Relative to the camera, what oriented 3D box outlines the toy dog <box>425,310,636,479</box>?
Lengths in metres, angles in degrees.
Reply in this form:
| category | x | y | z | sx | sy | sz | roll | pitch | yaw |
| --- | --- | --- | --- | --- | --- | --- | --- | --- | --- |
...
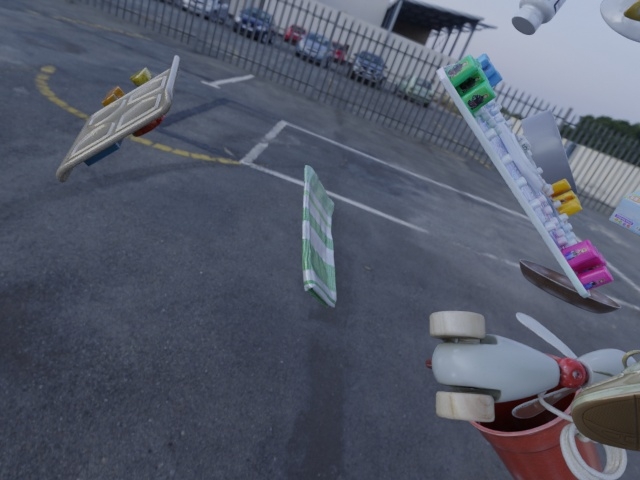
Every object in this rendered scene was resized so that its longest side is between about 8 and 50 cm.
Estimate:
| category | x | y | z | sx | sy | sz | roll | pitch | yaw |
| --- | --- | --- | --- | --- | --- | --- | --- | --- | --- |
| toy dog | 0.306 | 0.212 | 0.684 | 0.333 | 0.220 | 0.161 | 25 | -15 | -2 |

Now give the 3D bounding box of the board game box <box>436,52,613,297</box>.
| category | x | y | z | sx | sy | sz | roll | pitch | yaw |
| --- | --- | --- | --- | --- | --- | --- | --- | --- | --- |
| board game box | 0.355 | -0.152 | 0.739 | 0.390 | 0.050 | 0.390 | 55 | 32 | -6 |

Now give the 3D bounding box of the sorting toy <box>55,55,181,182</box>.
| category | x | y | z | sx | sy | sz | roll | pitch | yaw |
| --- | --- | --- | --- | --- | --- | --- | --- | --- | --- |
| sorting toy | -0.330 | -0.231 | 0.743 | 0.041 | 0.229 | 0.307 | 52 | 13 | -37 |

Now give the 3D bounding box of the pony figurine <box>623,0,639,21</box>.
| category | x | y | z | sx | sy | sz | roll | pitch | yaw |
| --- | --- | --- | --- | --- | --- | --- | --- | --- | --- |
| pony figurine | 0.353 | -0.365 | 0.377 | 0.351 | 0.303 | 0.363 | 46 | 11 | -12 |

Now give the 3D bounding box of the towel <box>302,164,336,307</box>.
| category | x | y | z | sx | sy | sz | roll | pitch | yaw |
| --- | --- | --- | --- | --- | --- | --- | --- | --- | --- |
| towel | 0.000 | 0.000 | 1.144 | 0.038 | 0.325 | 0.248 | -5 | -21 | 15 |

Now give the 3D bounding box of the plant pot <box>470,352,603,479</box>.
| category | x | y | z | sx | sy | sz | roll | pitch | yaw |
| --- | --- | --- | --- | --- | --- | --- | --- | --- | --- |
| plant pot | 0.523 | 0.461 | 1.021 | 0.265 | 0.272 | 0.272 | 60 | 21 | -11 |

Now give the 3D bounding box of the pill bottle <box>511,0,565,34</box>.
| category | x | y | z | sx | sy | sz | roll | pitch | yaw |
| --- | --- | --- | --- | --- | --- | --- | --- | --- | --- |
| pill bottle | 0.646 | -0.699 | 1.223 | 0.108 | 0.193 | 0.108 | 37 | 7 | -6 |

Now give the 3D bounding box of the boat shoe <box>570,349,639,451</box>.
| category | x | y | z | sx | sy | sz | roll | pitch | yaw |
| --- | --- | --- | --- | --- | --- | --- | --- | --- | --- |
| boat shoe | 0.454 | 0.180 | 0.516 | 0.285 | 0.105 | 0.089 | -16 | 22 | 18 |

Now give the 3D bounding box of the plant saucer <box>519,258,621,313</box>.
| category | x | y | z | sx | sy | sz | roll | pitch | yaw |
| --- | --- | --- | --- | --- | --- | --- | --- | --- | --- |
| plant saucer | 0.779 | 0.150 | 1.359 | 0.310 | 0.050 | 0.310 | 21 | 15 | -6 |

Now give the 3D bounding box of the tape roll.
| category | x | y | z | sx | sy | sz | roll | pitch | yaw |
| --- | --- | --- | --- | --- | --- | --- | --- | --- | --- |
| tape roll | 0.574 | -0.212 | 1.067 | 0.219 | 0.072 | 0.219 | 33 | 48 | -47 |

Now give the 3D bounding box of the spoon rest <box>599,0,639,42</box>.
| category | x | y | z | sx | sy | sz | roll | pitch | yaw |
| --- | --- | --- | --- | --- | --- | --- | --- | --- | --- |
| spoon rest | 0.589 | -0.452 | 0.782 | 0.137 | 0.084 | 0.276 | 21 | 67 | 6 |

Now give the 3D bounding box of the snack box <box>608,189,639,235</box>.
| category | x | y | z | sx | sy | sz | roll | pitch | yaw |
| --- | --- | --- | --- | --- | --- | --- | --- | --- | --- |
| snack box | 0.787 | -0.050 | 0.945 | 0.207 | 0.070 | 0.174 | -15 | 42 | -31 |
